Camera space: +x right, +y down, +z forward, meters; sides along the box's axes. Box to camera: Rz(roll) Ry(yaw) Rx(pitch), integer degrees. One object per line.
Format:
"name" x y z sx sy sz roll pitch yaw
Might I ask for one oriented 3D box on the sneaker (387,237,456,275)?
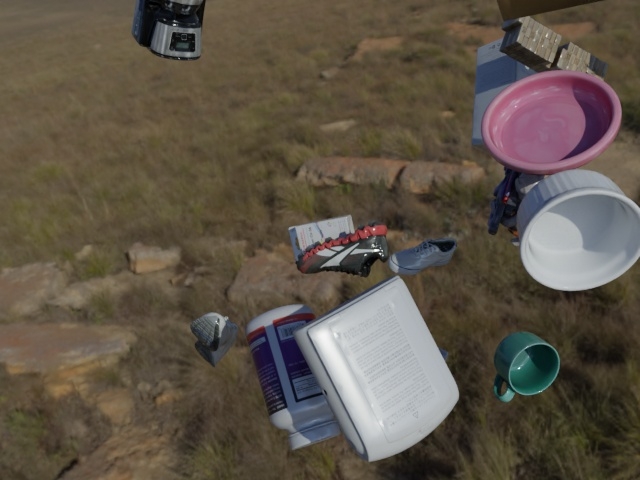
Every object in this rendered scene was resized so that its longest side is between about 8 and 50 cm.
"sneaker" 0.317 0.037 2.045 0.258 0.091 0.094 -13 49 -37

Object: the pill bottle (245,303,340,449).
"pill bottle" -0.059 0.330 1.601 0.181 0.323 0.181 -17 -18 -6

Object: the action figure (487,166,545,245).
"action figure" 0.597 -0.151 1.876 0.178 0.342 0.330 16 -4 17

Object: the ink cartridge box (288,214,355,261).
"ink cartridge box" 0.000 0.000 1.921 0.198 0.115 0.067 -11 6 17

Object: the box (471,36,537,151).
"box" 0.634 -0.460 2.149 0.215 0.346 0.168 15 -14 -36

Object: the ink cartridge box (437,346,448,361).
"ink cartridge box" 0.233 0.362 1.822 0.189 0.232 0.066 24 33 17

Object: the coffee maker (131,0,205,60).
"coffee maker" -0.228 -0.395 1.035 0.120 0.178 0.171 10 34 -15

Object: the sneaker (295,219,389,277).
"sneaker" 0.065 0.051 1.796 0.276 0.135 0.097 -21 -14 13

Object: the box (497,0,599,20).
"box" 0.390 -0.432 1.088 0.201 0.021 0.164 -5 -15 24

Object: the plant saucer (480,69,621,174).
"plant saucer" 0.578 -0.286 1.660 0.332 0.084 0.332 -13 51 17

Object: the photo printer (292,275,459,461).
"photo printer" 0.120 0.258 1.304 0.256 0.308 0.107 -28 -1 -23

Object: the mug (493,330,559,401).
"mug" 0.454 0.280 1.511 0.157 0.130 0.097 -21 21 -8

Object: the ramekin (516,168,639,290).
"ramekin" 0.590 -0.030 1.526 0.277 0.277 0.135 -6 35 6

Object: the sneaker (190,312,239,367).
"sneaker" -0.305 0.269 1.945 0.111 0.297 0.129 43 65 11

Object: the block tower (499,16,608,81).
"block tower" 0.683 -0.543 1.941 0.335 0.097 0.091 24 -8 -18
